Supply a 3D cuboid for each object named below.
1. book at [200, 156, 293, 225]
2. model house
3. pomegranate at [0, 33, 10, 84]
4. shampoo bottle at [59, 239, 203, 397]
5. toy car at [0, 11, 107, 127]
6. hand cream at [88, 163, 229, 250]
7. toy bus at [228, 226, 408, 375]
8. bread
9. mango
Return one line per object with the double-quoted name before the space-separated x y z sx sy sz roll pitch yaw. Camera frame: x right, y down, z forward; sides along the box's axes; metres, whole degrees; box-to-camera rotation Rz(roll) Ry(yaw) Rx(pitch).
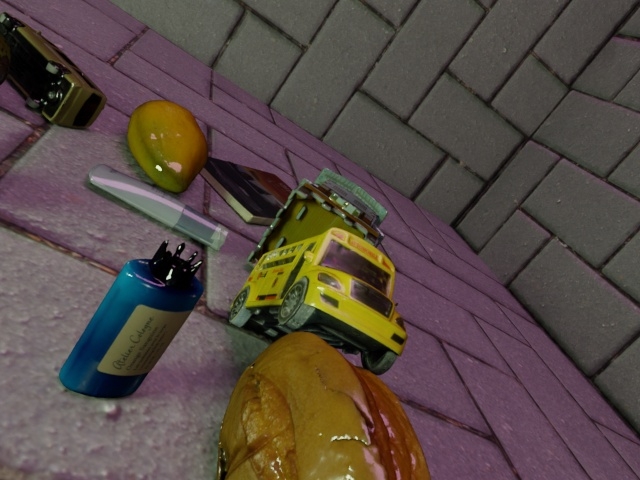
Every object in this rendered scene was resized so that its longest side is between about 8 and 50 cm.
"book" -0.150 -0.121 1.375 0.262 0.028 0.373 43 18 24
"model house" 0.000 0.000 1.041 0.198 0.224 0.215 36 21 3
"pomegranate" -0.583 -0.315 0.860 0.138 0.126 0.163 20 22 -26
"shampoo bottle" -0.181 0.079 0.525 0.087 0.183 0.050 22 21 -42
"toy car" -0.541 -0.331 1.028 0.256 0.101 0.124 44 14 16
"hand cream" -0.283 -0.061 0.927 0.255 0.048 0.079 29 13 -17
"toy bus" -0.005 0.078 0.720 0.144 0.152 0.330 32 -19 -18
"bread" -0.007 0.214 0.508 0.142 0.195 0.270 33 15 -37
"mango" -0.324 -0.205 1.117 0.176 0.119 0.317 29 28 -34
